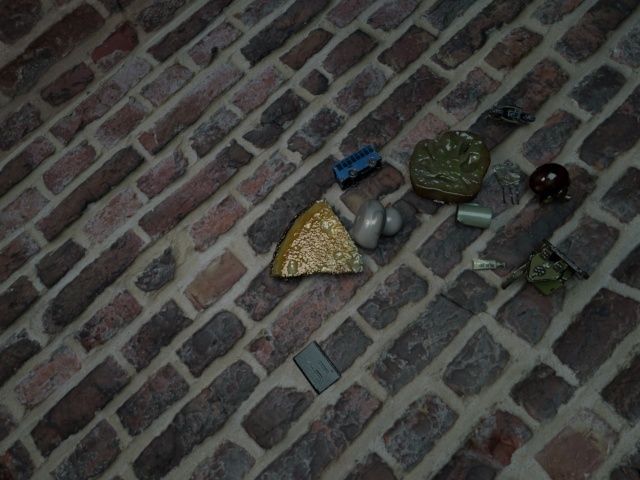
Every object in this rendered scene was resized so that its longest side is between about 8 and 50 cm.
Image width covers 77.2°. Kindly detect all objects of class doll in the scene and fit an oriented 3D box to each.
[{"bbox_3d":[0.267,-0.071,1.840,0.221,0.221,0.250,15,71,12],"label":"doll"}]

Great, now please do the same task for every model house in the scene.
[{"bbox_3d":[0.932,0.161,1.697,0.218,0.205,0.278,47,113,19],"label":"model house"}]

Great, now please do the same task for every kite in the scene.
[{"bbox_3d":[0.889,-0.270,1.903,0.128,0.016,0.229,0,69,11],"label":"kite"}]

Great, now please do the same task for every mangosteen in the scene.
[{"bbox_3d":[1.031,-0.256,1.805,0.173,0.172,0.183,-6,91,6],"label":"mangosteen"}]

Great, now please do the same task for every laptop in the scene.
[{"bbox_3d":[-0.018,0.555,1.755,0.135,0.016,0.197,-39,72,-4],"label":"laptop"}]

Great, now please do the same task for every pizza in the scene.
[{"bbox_3d":[-0.029,-0.014,1.882,0.436,0.080,0.391,-5,72,5],"label":"pizza"}]

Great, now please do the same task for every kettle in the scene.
[{"bbox_3d":[0.699,-0.123,1.837,0.148,0.098,0.126,9,79,14],"label":"kettle"}]

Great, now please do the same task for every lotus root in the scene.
[{"bbox_3d":[0.612,-0.340,1.897,0.391,0.111,0.374,-28,67,-2],"label":"lotus root"}]

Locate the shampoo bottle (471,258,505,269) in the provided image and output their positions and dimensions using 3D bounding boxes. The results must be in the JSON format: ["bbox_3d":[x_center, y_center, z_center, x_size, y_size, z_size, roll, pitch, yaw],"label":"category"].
[{"bbox_3d":[0.749,0.106,1.789,0.141,0.034,0.048,-1,67,6],"label":"shampoo bottle"}]

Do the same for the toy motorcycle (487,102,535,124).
[{"bbox_3d":[0.921,-0.611,1.961,0.230,0.130,0.093,11,97,-3],"label":"toy motorcycle"}]

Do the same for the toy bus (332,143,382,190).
[{"bbox_3d":[0.174,-0.358,1.972,0.234,0.116,0.133,-30,71,-5],"label":"toy bus"}]
